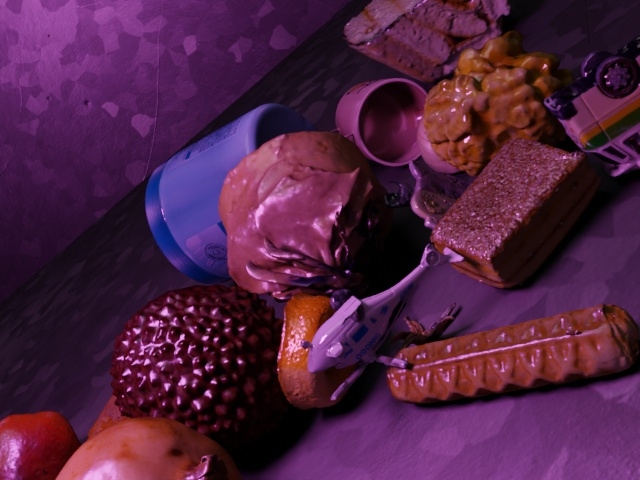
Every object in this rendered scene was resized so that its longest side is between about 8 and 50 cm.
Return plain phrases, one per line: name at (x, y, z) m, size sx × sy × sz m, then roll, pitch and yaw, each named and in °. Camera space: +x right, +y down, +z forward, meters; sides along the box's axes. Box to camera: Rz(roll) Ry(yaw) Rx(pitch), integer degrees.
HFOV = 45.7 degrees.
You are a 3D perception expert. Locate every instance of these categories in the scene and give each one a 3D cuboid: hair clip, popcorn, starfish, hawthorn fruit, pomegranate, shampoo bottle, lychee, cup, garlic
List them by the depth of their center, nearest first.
pomegranate at (-0.246, 0.390, 1.077) m, size 0.307 × 0.307 × 0.307 m, roll -34°, pitch 24°, yaw 18°
starfish at (0.161, 0.141, 1.193) m, size 0.133 × 0.041 × 0.130 m, roll -23°, pitch 4°, yaw -9°
lychee at (-0.197, 0.221, 1.293) m, size 0.330 × 0.306 × 0.306 m, roll 28°, pitch 70°, yaw 41°
hair clip at (0.207, -0.069, 1.338) m, size 0.056 × 0.187 × 0.146 m, roll 102°, pitch 178°, yaw -48°
popcorn at (0.316, -0.237, 1.361) m, size 0.258 × 0.224 × 0.270 m, roll -46°, pitch 39°, yaw -10°
garlic at (0.256, -0.196, 1.558) m, size 0.115 × 0.128 × 0.207 m, roll -58°, pitch 23°, yaw 26°
hawthorn fruit at (-0.612, 0.495, 1.587) m, size 0.224 × 0.224 × 0.261 m, roll -33°, pitch 41°, yaw 21°
cup at (0.112, -0.264, 1.755) m, size 0.253 × 0.191 × 0.200 m, roll -28°, pitch 18°, yaw -11°
shampoo bottle at (-0.169, -0.106, 1.759) m, size 0.342 × 0.331 × 0.331 m, roll -24°, pitch 29°, yaw 33°

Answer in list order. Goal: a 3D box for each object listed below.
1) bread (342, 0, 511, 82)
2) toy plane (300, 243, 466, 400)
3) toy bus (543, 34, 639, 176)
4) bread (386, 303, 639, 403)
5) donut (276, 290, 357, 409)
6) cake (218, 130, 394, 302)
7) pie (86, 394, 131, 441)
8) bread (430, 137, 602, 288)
bread at (0.286, -0.542, 1.929) m, size 0.395 × 0.264 × 0.239 m, roll -35°, pitch 36°, yaw 16°
toy plane at (0.091, 0.100, 1.109) m, size 0.273 × 0.107 × 0.182 m, roll -38°, pitch 24°, yaw 12°
toy bus at (0.505, -0.229, 1.118) m, size 0.305 × 0.179 × 0.143 m, roll -34°, pitch 10°, yaw 16°
bread at (0.237, 0.157, 1.000) m, size 0.367 × 0.084 × 0.077 m, roll -20°, pitch -9°, yaw 39°
donut at (0.003, 0.175, 1.216) m, size 0.074 × 0.174 × 0.190 m, roll -5°, pitch 47°, yaw 27°
cake at (-0.004, 0.006, 1.393) m, size 0.332 × 0.332 × 0.321 m, roll -35°, pitch 50°, yaw 15°
pie at (-0.406, 0.395, 1.597) m, size 0.273 × 0.069 × 0.273 m, roll -33°, pitch 30°, yaw 21°
bread at (0.306, -0.042, 1.199) m, size 0.234 × 0.110 × 0.184 m, roll -47°, pitch 27°, yaw -7°
